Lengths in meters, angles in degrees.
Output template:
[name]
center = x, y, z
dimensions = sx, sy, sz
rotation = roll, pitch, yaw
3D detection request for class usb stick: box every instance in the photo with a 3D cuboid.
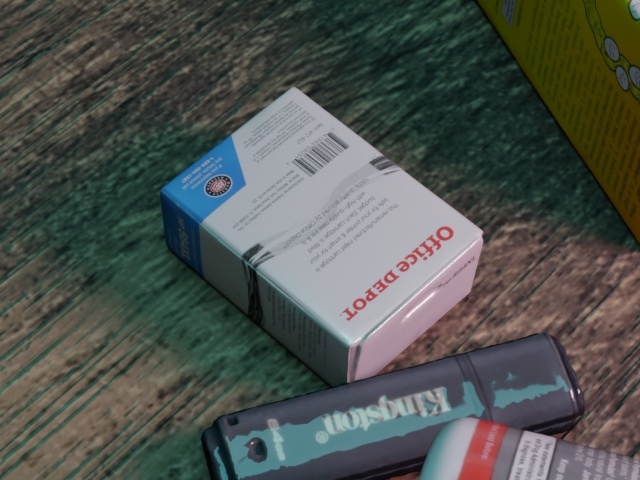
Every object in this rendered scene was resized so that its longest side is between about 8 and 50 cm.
[usb stick]
center = 0.055, 0.132, 1.201
dimensions = 0.278, 0.045, 0.077
rotation = -13, 74, -11

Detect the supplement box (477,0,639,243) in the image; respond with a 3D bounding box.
[supplement box]
center = 0.279, -0.205, 1.364
dimensions = 0.194, 0.195, 0.356
rotation = -19, 58, -16

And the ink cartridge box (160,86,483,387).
[ink cartridge box]
center = 0.000, 0.000, 1.271
dimensions = 0.203, 0.086, 0.148
rotation = 40, 62, 22

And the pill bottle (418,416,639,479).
[pill bottle]
center = 0.226, 0.249, 1.019
dimensions = 0.363, 0.210, 0.210
rotation = 13, 55, 11
